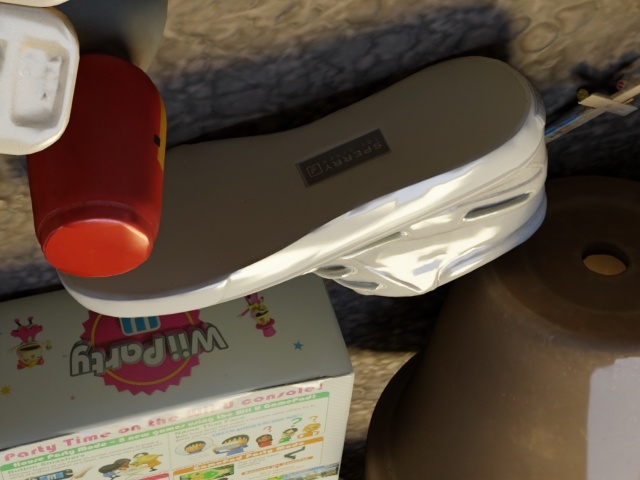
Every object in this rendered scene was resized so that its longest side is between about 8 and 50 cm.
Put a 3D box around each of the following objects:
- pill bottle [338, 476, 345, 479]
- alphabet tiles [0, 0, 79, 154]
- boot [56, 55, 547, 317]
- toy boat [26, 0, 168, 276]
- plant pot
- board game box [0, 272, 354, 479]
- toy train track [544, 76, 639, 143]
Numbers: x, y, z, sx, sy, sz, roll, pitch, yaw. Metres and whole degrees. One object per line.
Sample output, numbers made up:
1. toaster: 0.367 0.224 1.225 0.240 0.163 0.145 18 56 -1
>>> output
1. pill bottle: -0.064 0.282 1.223 0.323 0.181 0.181 -11 151 -10
2. alphabet tiles: -0.203 -0.112 0.478 0.278 0.021 0.284 7 122 -15
3. boot: 0.000 0.000 0.841 0.258 0.095 0.123 -18 145 2
4. toy boat: -0.213 -0.033 0.654 0.318 0.148 0.267 -11 147 6
5. plant pot: 0.159 0.093 0.967 0.263 0.263 0.229 -10 134 -12
6. board game box: -0.106 0.132 1.026 0.224 0.097 0.303 -11 153 -11
7. toy train track: 0.141 -0.071 0.877 0.083 0.014 0.048 -30 156 34
